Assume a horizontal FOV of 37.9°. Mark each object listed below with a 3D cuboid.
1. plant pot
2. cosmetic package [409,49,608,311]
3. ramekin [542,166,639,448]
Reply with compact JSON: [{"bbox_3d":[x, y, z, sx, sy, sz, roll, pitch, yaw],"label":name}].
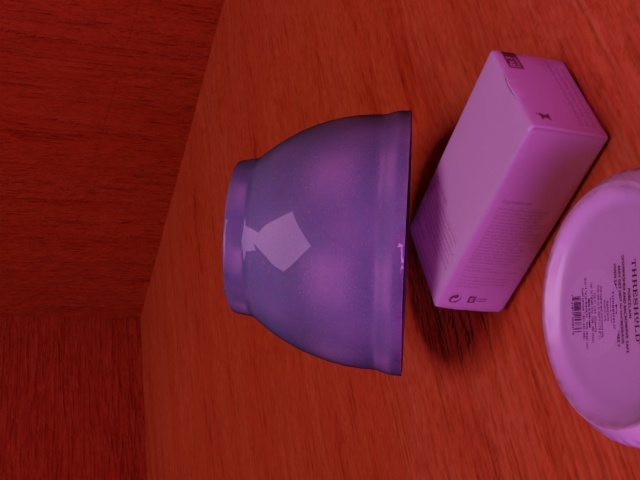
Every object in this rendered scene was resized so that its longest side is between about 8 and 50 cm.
[{"bbox_3d":[0.000,0.000,1.042,0.293,0.196,0.293,2,-90,-84],"label":"plant pot"},{"bbox_3d":[0.169,-0.050,0.887,0.117,0.085,0.231,-104,27,-42],"label":"cosmetic package"},{"bbox_3d":[0.238,0.046,0.623,0.207,0.109,0.207,-177,90,-71],"label":"ramekin"}]
